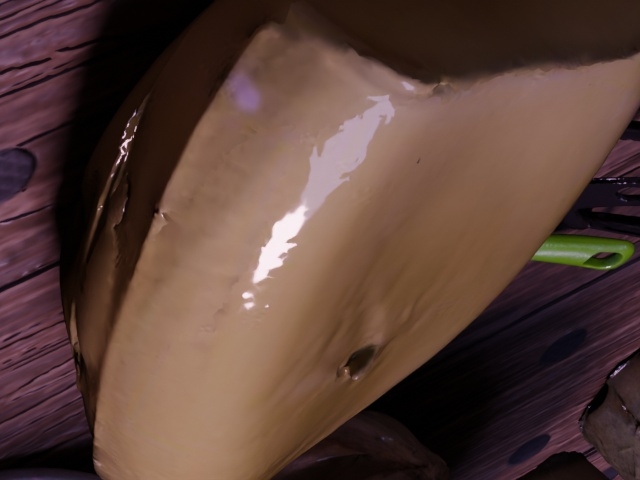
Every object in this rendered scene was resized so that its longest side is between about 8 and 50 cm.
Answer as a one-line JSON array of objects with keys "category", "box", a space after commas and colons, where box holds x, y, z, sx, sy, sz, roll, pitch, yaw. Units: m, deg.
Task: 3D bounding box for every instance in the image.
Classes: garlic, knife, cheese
[{"category": "garlic", "box": [0.020, 0.134, 1.123, 0.113, 0.074, 0.094, 9, 139, -47]}, {"category": "knife", "box": [0.108, 0.008, 1.059, 0.166, 0.022, 0.078, -6, 159, -37]}, {"category": "cheese", "box": [0.000, 0.000, 0.807, 0.260, 0.128, 0.316, -11, 148, -44]}]

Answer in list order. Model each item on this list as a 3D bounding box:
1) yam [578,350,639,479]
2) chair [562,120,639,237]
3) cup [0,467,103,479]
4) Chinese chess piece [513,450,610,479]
[{"category": "yam", "box": [0.339, 0.188, 1.361, 0.168, 0.304, 0.168, -37, 157, -19]}, {"category": "chair", "box": [0.261, -0.065, 1.011, 0.260, 0.141, 0.154, 8, 157, 14]}, {"category": "cup", "box": [-0.122, 0.318, 0.981, 0.357, 0.259, 0.274, 28, 131, -12]}, {"category": "Chinese chess piece", "box": [0.048, 0.248, 1.180, 0.338, 0.140, 0.338, -24, 172, -4]}]
